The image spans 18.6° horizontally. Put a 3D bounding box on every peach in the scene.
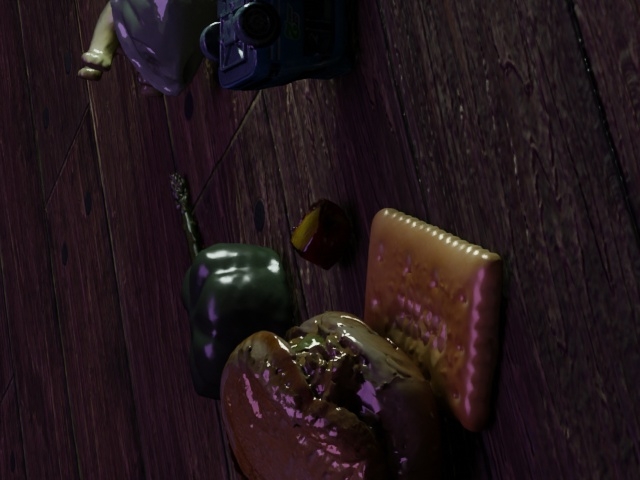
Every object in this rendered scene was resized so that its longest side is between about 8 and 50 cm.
[{"bbox_3d":[0.000,0.000,1.967,0.083,0.050,0.077,-42,28,49],"label":"peach"}]

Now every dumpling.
[{"bbox_3d":[-0.176,-0.285,2.328,0.152,0.108,0.219,34,118,56],"label":"dumpling"}]

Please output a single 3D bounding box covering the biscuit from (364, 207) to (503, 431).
[{"bbox_3d":[0.095,0.066,1.759,0.249,0.030,0.160,-150,63,-65],"label":"biscuit"}]

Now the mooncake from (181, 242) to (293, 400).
[{"bbox_3d":[-0.097,0.089,2.143,0.175,0.104,0.168,-120,32,-57],"label":"mooncake"}]

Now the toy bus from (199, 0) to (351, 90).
[{"bbox_3d":[-0.041,-0.275,1.969,0.113,0.134,0.246,165,105,-65],"label":"toy bus"}]

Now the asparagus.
[{"bbox_3d":[-0.155,0.010,2.383,0.025,0.024,0.248,-59,35,40],"label":"asparagus"}]

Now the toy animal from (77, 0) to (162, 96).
[{"bbox_3d":[-0.229,-0.272,2.466,0.233,0.121,0.169,129,154,-71],"label":"toy animal"}]

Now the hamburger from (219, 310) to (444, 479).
[{"bbox_3d":[0.013,0.187,1.783,0.286,0.146,0.243,-30,81,64],"label":"hamburger"}]
